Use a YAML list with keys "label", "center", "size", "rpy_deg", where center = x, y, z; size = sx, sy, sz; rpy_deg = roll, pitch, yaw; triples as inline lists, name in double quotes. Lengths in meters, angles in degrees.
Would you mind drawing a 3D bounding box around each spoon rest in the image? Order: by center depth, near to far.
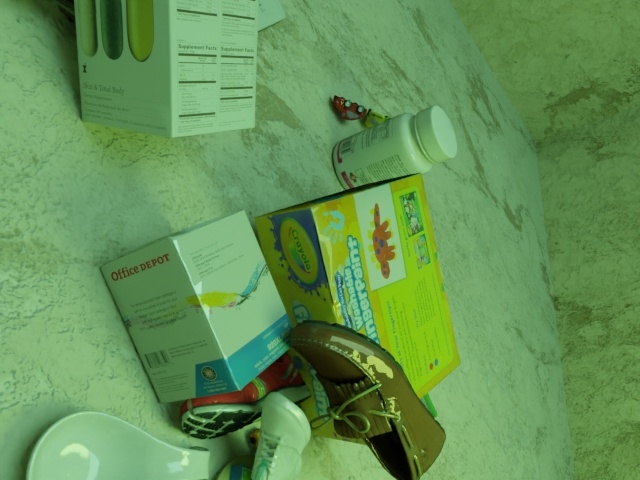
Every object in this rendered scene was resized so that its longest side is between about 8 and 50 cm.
- label: "spoon rest"
  center: [-0.250, 0.300, 0.743]
  size: [0.276, 0.084, 0.137]
  rpy_deg: [23, 57, -49]

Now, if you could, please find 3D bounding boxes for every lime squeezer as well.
- label: "lime squeezer"
  center: [0.248, 0.323, 1.469]
  size: [0.110, 0.058, 0.310]
  rpy_deg: [47, 28, -81]

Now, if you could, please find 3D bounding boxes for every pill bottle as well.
- label: "pill bottle"
  center: [0.188, -0.225, 1.414]
  size: [0.160, 0.283, 0.160]
  rpy_deg: [27, 55, -46]

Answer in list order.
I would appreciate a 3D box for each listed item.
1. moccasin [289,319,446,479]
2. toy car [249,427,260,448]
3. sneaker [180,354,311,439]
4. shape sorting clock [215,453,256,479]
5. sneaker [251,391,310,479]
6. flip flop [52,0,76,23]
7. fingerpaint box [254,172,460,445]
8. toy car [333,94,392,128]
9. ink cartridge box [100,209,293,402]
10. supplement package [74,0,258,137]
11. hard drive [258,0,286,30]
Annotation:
- label: "moccasin"
  center: [0.070, 0.272, 0.911]
  size: [0.147, 0.139, 0.380]
  rpy_deg: [-56, 128, -31]
- label: "toy car"
  center: [-0.074, 0.358, 0.998]
  size: [0.122, 0.040, 0.060]
  rpy_deg: [24, 36, -57]
- label: "sneaker"
  center: [-0.135, 0.250, 0.940]
  size: [0.279, 0.107, 0.118]
  rpy_deg: [6, 52, -56]
- label: "shape sorting clock"
  center: [-0.108, 0.457, 0.905]
  size: [0.206, 0.040, 0.206]
  rpy_deg: [43, 35, -40]
- label: "sneaker"
  center: [-0.071, 0.331, 0.861]
  size: [0.094, 0.080, 0.212]
  rpy_deg: [-40, 141, -45]
- label: "flip flop"
  center: [-0.376, -0.384, 0.872]
  size: [0.277, 0.080, 0.112]
  rpy_deg: [28, 84, -56]
- label: "fingerpaint box"
  center: [0.093, 0.117, 1.148]
  size: [0.371, 0.163, 0.445]
  rpy_deg: [-22, 101, -46]
- label: "toy car"
  center: [0.165, -0.320, 1.533]
  size: [0.239, 0.225, 0.053]
  rpy_deg: [2, 116, -54]
- label: "ink cartridge box"
  center: [-0.180, 0.097, 0.854]
  size: [0.168, 0.171, 0.233]
  rpy_deg: [-31, 101, -56]
- label: "supplement package"
  center: [-0.232, -0.310, 0.857]
  size: [0.198, 0.199, 0.263]
  rpy_deg: [-26, 125, -55]
- label: "hard drive"
  center: [-0.202, -0.550, 1.232]
  size: [0.203, 0.040, 0.307]
  rpy_deg: [60, 36, -18]
